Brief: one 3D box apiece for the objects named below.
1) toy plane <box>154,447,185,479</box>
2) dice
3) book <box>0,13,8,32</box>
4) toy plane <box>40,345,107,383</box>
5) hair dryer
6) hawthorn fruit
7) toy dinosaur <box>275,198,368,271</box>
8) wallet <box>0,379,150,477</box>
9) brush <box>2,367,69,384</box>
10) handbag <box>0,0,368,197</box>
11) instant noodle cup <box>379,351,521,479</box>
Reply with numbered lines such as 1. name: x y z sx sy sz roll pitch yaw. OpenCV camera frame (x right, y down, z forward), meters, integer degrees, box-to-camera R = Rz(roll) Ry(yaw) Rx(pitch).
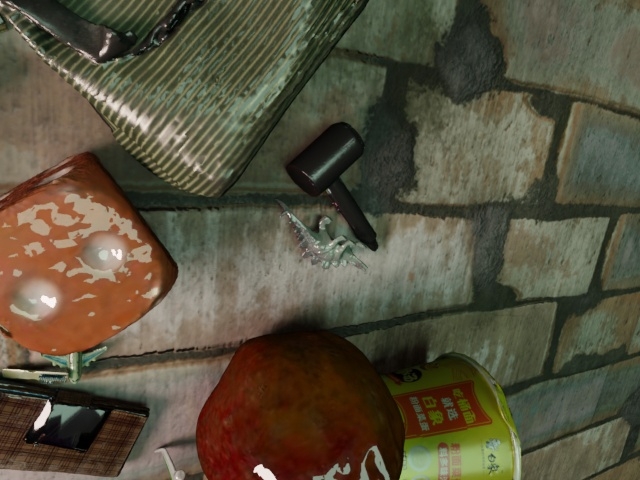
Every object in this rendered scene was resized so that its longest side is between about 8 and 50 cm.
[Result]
1. toy plane: -0.196 0.429 0.628 0.101 0.250 0.255 2 147 -35
2. dice: -0.289 0.014 0.492 0.179 0.174 0.174 -34 120 -16
3. book: -0.464 -0.249 0.400 0.229 0.024 0.160 -29 117 -18
4. toy plane: -0.343 0.162 0.593 0.080 0.033 0.083 0 113 -29
5. hair dryer: 0.056 -0.072 0.718 0.114 0.071 0.248 -45 125 -9
6. hawthorn fruit: -0.025 0.286 0.647 0.309 0.325 0.307 8 75 -31
7. toy dinosaur: 0.000 0.001 0.717 0.209 0.039 0.082 39 106 -23
8. wallet: -0.379 0.274 0.604 0.230 0.042 0.124 27 95 -30
9. brush: -0.385 0.183 0.572 0.084 0.013 0.016 8 119 -7
10. handbag: -0.135 -0.241 0.450 0.240 0.247 0.340 34 94 -31
11. instant noodle cup: 0.186 0.374 0.810 0.222 0.311 0.310 -1 106 -19
